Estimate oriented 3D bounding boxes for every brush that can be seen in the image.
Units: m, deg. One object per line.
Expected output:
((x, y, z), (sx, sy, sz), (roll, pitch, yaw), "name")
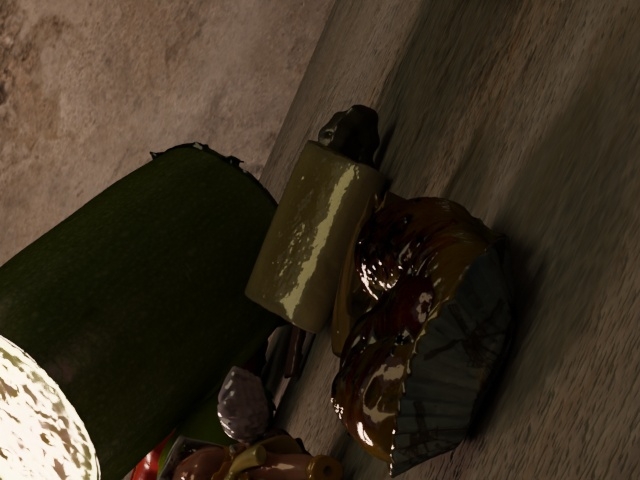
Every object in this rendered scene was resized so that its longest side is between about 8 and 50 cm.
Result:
((0.000, 0.000, 1.897), (0.084, 0.071, 0.301), (151, 135, -75), "brush")

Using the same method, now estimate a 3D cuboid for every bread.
((-0.004, -0.003, 1.810), (0.139, 0.060, 0.178), (31, 98, 58), "bread")

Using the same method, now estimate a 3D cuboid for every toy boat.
((0.049, 0.029, 1.380), (0.077, 0.057, 0.200), (-56, 13, 38), "toy boat")

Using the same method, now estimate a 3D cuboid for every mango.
((-0.113, 0.227, 1.919), (0.178, 0.100, 0.119), (-59, 0, -10), "mango")

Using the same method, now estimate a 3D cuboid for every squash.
((-0.213, 0.086, 1.979), (0.384, 0.263, 0.263), (-41, -12, -37), "squash")

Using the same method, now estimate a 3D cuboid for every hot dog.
((0.056, 0.055, 1.110), (0.270, 0.081, 0.163), (-122, 53, -81), "hot dog")

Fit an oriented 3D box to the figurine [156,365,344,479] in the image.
((-0.058, 0.203, 1.434), (0.240, 0.115, 0.175), (145, 144, -69), "figurine")

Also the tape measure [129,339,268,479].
((-0.156, 0.239, 2.190), (0.253, 0.114, 0.260), (-75, 5, -46), "tape measure")
